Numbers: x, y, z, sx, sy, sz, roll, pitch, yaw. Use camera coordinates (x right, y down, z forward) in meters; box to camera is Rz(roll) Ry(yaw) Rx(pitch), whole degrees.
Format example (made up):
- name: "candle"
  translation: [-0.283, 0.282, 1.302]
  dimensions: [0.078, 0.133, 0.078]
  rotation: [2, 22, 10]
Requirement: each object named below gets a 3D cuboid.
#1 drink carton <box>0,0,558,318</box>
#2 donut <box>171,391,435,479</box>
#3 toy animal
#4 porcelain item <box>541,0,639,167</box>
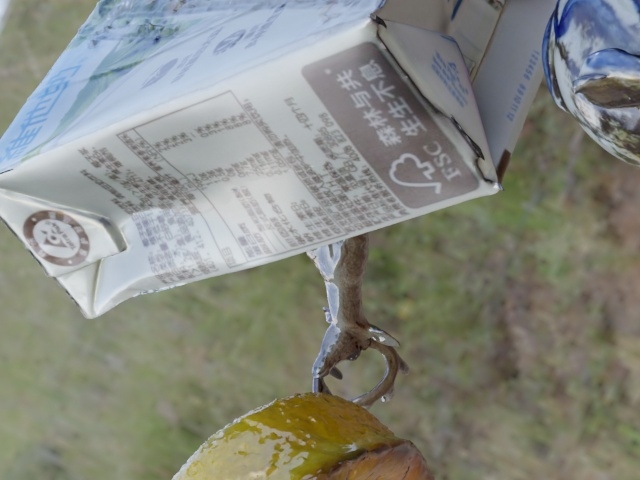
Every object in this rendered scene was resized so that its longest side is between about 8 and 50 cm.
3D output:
- name: "drink carton"
  translation: [-0.024, -0.089, 1.138]
  dimensions: [0.324, 0.132, 0.194]
  rotation: [-17, 31, 38]
- name: "donut"
  translation: [-0.020, 0.155, 1.075]
  dimensions: [0.174, 0.074, 0.190]
  rotation: [-53, -29, 11]
- name: "toy animal"
  translation: [0.019, 0.000, 1.682]
  dimensions: [0.260, 0.087, 0.244]
  rotation: [60, -148, -59]
- name: "porcelain item"
  translation: [0.242, -0.113, 0.912]
  dimensions: [0.138, 0.288, 0.186]
  rotation: [47, -125, -38]
